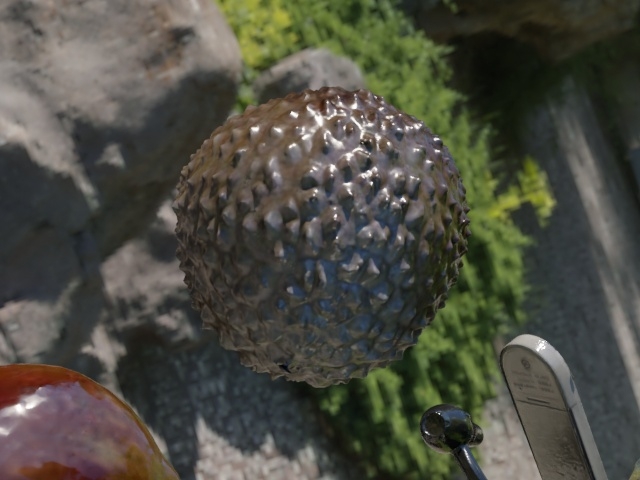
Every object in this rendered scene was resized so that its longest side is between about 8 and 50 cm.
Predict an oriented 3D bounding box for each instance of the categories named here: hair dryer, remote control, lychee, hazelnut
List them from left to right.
[{"bbox_3d":[-0.374,0.353,1.733,0.421,0.421,0.353,67,-10,-11],"label":"hazelnut"},{"bbox_3d":[0.004,-0.001,1.301,0.300,0.300,0.300,57,22,-37],"label":"lychee"},{"bbox_3d":[0.093,0.137,0.831,0.083,0.031,0.079,62,15,25],"label":"hair dryer"},{"bbox_3d":[0.232,0.198,1.326,0.022,0.077,0.245,-34,113,-32],"label":"remote control"}]

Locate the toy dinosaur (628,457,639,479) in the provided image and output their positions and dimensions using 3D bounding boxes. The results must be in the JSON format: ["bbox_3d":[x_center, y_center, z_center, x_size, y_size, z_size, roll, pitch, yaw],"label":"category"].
[{"bbox_3d":[0.339,0.196,1.294,0.188,0.075,0.248,-51,157,-42],"label":"toy dinosaur"}]
